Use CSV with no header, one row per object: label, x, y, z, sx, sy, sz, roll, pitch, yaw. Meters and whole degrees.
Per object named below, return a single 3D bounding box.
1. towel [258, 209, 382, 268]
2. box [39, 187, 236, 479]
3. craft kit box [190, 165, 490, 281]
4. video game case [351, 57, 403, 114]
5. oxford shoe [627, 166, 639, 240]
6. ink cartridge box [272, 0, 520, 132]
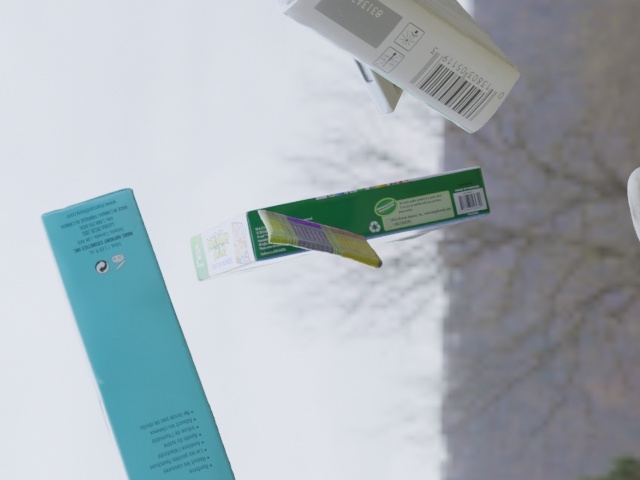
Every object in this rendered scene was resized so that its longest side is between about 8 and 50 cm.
towel,0.000,0.000,1.327,0.060,0.083,0.009,-120,46,-68
box,-0.099,0.099,1.152,0.100,0.060,0.244,91,159,-67
craft kit box,0.014,-0.014,1.989,0.246,0.250,0.061,152,106,-71
video game case,0.055,-0.217,1.747,0.143,0.019,0.157,61,-144,-34
oxford shoe,0.408,-0.001,1.563,0.123,0.348,0.130,-63,25,27
ink cartridge box,0.005,-0.176,1.173,0.181,0.056,0.224,27,-161,-44
